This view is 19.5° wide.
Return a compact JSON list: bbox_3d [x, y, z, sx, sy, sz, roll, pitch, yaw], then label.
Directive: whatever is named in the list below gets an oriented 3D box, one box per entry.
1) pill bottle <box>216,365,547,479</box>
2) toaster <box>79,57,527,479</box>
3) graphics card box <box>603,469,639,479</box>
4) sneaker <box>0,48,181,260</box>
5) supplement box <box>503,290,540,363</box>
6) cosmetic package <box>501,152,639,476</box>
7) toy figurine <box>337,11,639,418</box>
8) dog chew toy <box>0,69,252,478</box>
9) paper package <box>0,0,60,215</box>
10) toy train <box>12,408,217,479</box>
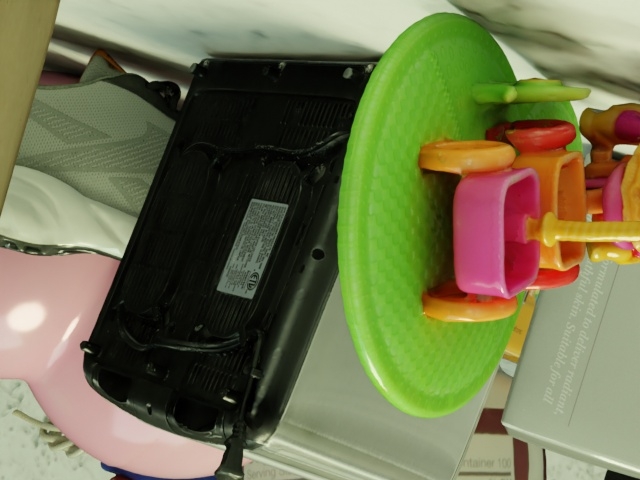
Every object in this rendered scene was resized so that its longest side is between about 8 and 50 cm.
[{"bbox_3d":[0.042,0.205,1.246,0.224,0.392,0.224,-1,168,0],"label":"pill bottle"},{"bbox_3d":[-0.008,0.021,0.785,0.110,0.186,0.168,25,171,-30],"label":"toaster"},{"bbox_3d":[0.408,0.267,1.835,0.094,0.233,0.371,19,177,43],"label":"graphics card box"},{"bbox_3d":[-0.075,-0.031,0.918,0.271,0.108,0.100,15,176,-11],"label":"sneaker"},{"bbox_3d":[0.113,0.030,1.105,0.080,0.078,0.233,18,176,33],"label":"supplement box"},{"bbox_3d":[0.147,0.046,0.866,0.107,0.127,0.238,17,174,10],"label":"cosmetic package"},{"bbox_3d":[0.116,-0.007,0.576,0.159,0.130,0.173,4,-169,30],"label":"toy figurine"},{"bbox_3d":[-0.148,-0.001,1.049,0.332,0.206,0.206,28,173,-17],"label":"dog chew toy"},{"bbox_3d":[-0.274,-0.004,0.626,0.309,0.325,0.168,16,176,8],"label":"paper package"},{"bbox_3d":[-0.114,0.159,1.512,0.248,0.105,0.143,12,-175,38],"label":"toy train"}]
